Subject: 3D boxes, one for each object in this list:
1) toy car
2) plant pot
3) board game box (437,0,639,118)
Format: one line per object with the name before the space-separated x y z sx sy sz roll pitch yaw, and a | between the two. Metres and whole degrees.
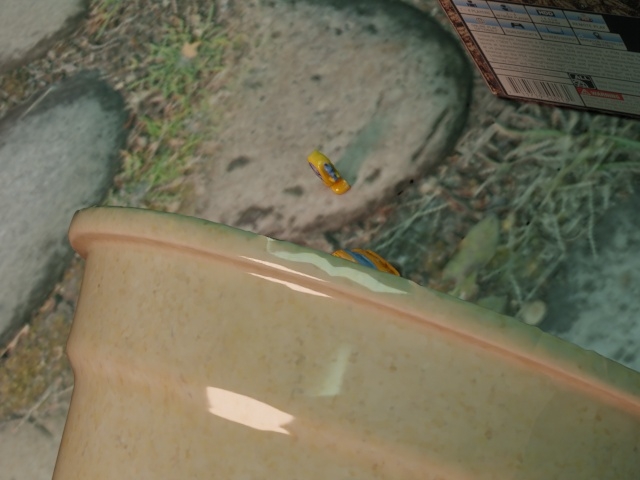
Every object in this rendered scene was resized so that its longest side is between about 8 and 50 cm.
toy car | 0.000 0.000 1.059 0.060 0.040 0.122 -33 50 6
plant pot | -0.006 0.188 0.789 0.333 0.334 0.306 14 79 34
board game box | 0.166 -0.195 0.934 0.232 0.291 0.141 13 67 33
